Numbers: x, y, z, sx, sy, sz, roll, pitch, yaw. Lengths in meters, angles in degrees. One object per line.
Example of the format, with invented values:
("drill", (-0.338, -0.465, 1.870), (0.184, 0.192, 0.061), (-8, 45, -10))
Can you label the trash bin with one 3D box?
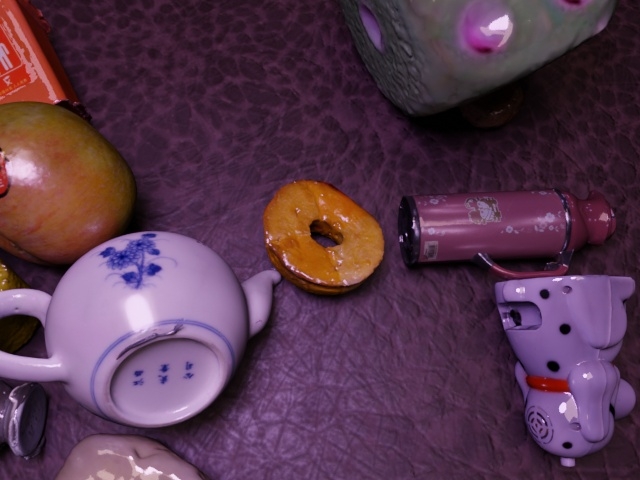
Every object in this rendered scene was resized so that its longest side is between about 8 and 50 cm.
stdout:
("trash bin", (-0.493, -0.273, 0.917), (0.161, 0.184, 0.239), (-31, 87, -6))

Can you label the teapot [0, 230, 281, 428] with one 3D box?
("teapot", (-0.232, 0.097, 0.750), (0.423, 0.253, 0.280), (-5, 32, -25))

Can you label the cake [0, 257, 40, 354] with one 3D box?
("cake", (-0.543, 0.068, 0.788), (0.260, 0.156, 0.179), (36, 66, 13))

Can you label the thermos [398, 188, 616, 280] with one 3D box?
("thermos", (0.295, -0.015, 0.857), (0.329, 0.110, 0.136), (-3, 33, -3))

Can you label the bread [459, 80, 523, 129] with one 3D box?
("bread", (0.300, -0.235, 0.977), (0.113, 0.060, 0.082), (-27, 72, -10))

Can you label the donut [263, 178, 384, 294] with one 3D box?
("donut", (-0.001, 0.002, 0.857), (0.190, 0.075, 0.174), (23, 54, -2))

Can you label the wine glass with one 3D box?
("wine glass", (-0.479, 0.234, 0.742), (0.204, 0.111, 0.111), (3, 69, -3))

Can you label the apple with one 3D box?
("apple", (-0.393, -0.076, 0.796), (0.260, 0.261, 0.194), (32, 61, 10))

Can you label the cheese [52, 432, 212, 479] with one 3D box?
("cheese", (-0.249, 0.405, 0.686), (0.317, 0.115, 0.327), (-15, 69, -8))

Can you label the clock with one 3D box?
("clock", (0.344, 0.176, 0.775), (0.188, 0.189, 0.254), (-5, 82, -4))

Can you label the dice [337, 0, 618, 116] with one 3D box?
("dice", (0.217, -0.395, 0.848), (0.330, 0.318, 0.322), (-30, 103, -3))
